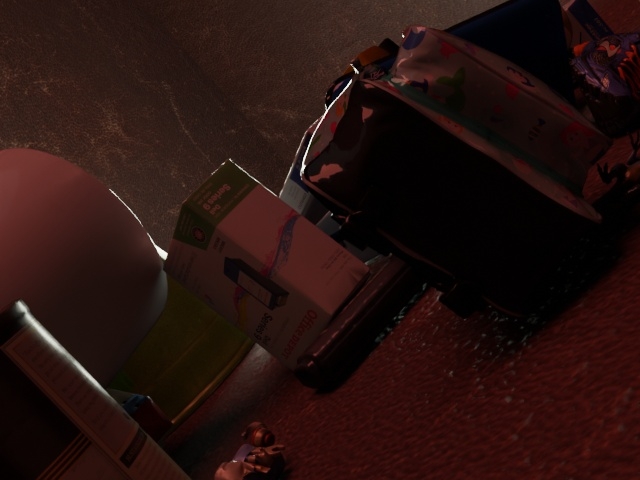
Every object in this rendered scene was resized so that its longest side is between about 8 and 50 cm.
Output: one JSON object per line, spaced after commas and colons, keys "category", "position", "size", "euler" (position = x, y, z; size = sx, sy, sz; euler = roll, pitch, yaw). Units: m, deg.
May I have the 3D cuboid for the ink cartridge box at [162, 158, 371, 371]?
{"category": "ink cartridge box", "position": [-0.066, 0.033, 1.103], "size": [0.093, 0.212, 0.154], "euler": [-50, -6, -36]}

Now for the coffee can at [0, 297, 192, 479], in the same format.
{"category": "coffee can", "position": [-0.236, 0.215, 0.799], "size": [0.201, 0.275, 0.201], "euler": [-42, 8, 7]}

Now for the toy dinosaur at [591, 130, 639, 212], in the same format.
{"category": "toy dinosaur", "position": [0.255, -0.060, 0.770], "size": [0.082, 0.047, 0.090], "euler": [-25, -17, -41]}

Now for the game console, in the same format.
{"category": "game console", "position": [0.128, -0.132, 1.087], "size": [0.293, 0.250, 0.173], "euler": [-27, 29, -17]}

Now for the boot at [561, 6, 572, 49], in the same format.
{"category": "boot", "position": [0.220, -0.199, 1.192], "size": [0.165, 0.077, 0.213], "euler": [-24, -24, -8]}

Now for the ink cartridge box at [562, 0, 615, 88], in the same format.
{"category": "ink cartridge box", "position": [0.308, -0.243, 1.303], "size": [0.046, 0.097, 0.207], "euler": [-47, 8, -33]}

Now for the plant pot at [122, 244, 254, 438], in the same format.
{"category": "plant pot", "position": [-0.347, 0.133, 1.543], "size": [0.366, 0.353, 0.366], "euler": [-41, 8, 7]}

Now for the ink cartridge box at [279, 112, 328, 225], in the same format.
{"category": "ink cartridge box", "position": [0.033, -0.117, 1.189], "size": [0.224, 0.045, 0.223], "euler": [-44, -12, -36]}

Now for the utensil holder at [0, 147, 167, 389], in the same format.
{"category": "utensil holder", "position": [-0.403, 0.122, 1.090], "size": [0.328, 0.327, 0.385], "euler": [-34, 14, 45]}

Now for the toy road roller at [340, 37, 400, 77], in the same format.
{"category": "toy road roller", "position": [0.129, -0.265, 2.003], "size": [0.240, 0.202, 0.329], "euler": [-52, -2, 23]}

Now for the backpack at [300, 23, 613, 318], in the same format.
{"category": "backpack", "position": [0.107, -0.065, 0.788], "size": [0.191, 0.225, 0.253], "euler": [-58, 3, 6]}

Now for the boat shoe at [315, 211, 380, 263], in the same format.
{"category": "boat shoe", "position": [-0.004, -0.007, 1.425], "size": [0.367, 0.136, 0.156], "euler": [-34, 11, 32]}

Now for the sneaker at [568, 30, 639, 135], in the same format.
{"category": "sneaker", "position": [0.317, -0.181, 0.996], "size": [0.087, 0.083, 0.221], "euler": [-25, 19, 24]}

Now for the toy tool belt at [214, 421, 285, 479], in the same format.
{"category": "toy tool belt", "position": [-0.052, 0.204, 0.841], "size": [0.051, 0.052, 0.083], "euler": [4, 39, 34]}

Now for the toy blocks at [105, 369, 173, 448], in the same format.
{"category": "toy blocks", "position": [-0.325, 0.320, 1.172], "size": [0.381, 0.190, 0.261], "euler": [-45, 19, -26]}

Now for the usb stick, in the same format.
{"category": "usb stick", "position": [0.076, 0.051, 1.022], "size": [0.278, 0.045, 0.077], "euler": [-46, 9, -23]}
